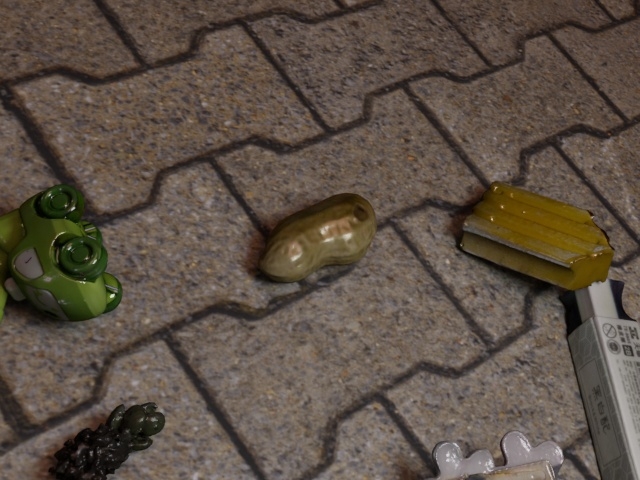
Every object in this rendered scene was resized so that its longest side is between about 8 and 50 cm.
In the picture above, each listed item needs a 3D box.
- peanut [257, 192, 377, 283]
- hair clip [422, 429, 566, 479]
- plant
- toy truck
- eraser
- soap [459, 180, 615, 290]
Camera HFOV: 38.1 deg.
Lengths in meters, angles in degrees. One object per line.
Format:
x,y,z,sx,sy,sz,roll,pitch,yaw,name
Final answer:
0.000,0.000,1.509,0.236,0.110,0.120,-29,87,-35,peanut
0.256,0.348,1.332,0.256,0.075,0.146,0,59,-33,hair clip
-0.273,0.264,1.219,0.085,0.087,0.174,29,40,28,plant
-0.392,0.026,1.290,0.210,0.148,0.187,-9,61,-2,toy truck
0.509,0.258,1.585,0.098,0.096,0.404,9,54,-19,eraser
0.398,-0.006,1.661,0.257,0.080,0.160,23,46,22,soap
